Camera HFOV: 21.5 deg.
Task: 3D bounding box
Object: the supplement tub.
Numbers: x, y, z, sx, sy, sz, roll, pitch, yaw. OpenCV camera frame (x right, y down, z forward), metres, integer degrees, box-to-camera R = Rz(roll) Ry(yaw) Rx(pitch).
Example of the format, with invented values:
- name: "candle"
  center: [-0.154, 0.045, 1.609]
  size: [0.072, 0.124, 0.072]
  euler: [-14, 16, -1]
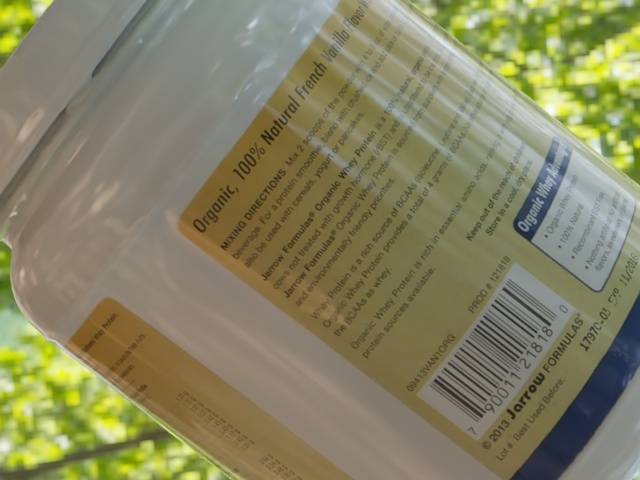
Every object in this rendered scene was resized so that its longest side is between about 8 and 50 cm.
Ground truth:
- name: "supplement tub"
  center: [0.000, 0.000, 0.792]
  size: [0.228, 0.316, 0.228]
  euler: [-51, -174, 8]
